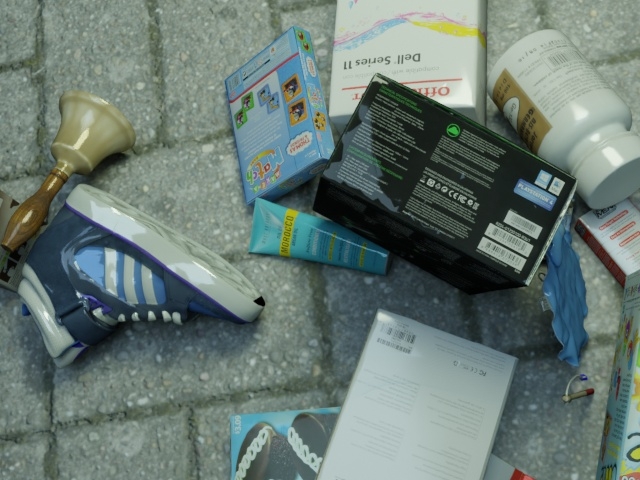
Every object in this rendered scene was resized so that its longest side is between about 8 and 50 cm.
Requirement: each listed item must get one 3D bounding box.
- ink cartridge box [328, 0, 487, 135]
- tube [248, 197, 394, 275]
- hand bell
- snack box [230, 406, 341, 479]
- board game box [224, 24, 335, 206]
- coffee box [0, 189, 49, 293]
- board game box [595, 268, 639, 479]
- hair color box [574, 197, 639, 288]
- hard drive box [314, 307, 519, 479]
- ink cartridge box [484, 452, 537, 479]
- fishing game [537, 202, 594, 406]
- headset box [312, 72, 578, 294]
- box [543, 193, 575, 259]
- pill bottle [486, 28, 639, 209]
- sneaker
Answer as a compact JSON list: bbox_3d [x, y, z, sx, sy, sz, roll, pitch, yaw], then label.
[{"bbox_3d":[0.128,-0.249,1.153,0.207,0.119,0.354,-2,71,17],"label":"ink cartridge box"},{"bbox_3d":[0.000,0.000,1.138,0.207,0.052,0.080,13,99,15],"label":"tube"},{"bbox_3d":[-0.376,-0.085,1.154,0.126,0.126,0.242,17,59,14],"label":"hand bell"},{"bbox_3d":[-0.014,0.374,1.008,0.187,0.060,0.322,-6,71,8],"label":"snack box"},{"bbox_3d":[-0.062,-0.175,1.170,0.160,0.039,0.212,-28,64,38],"label":"board game box"},{"bbox_3d":[-0.521,-0.040,1.105,0.168,0.297,0.119,17,75,14],"label":"coffee box"},{"bbox_3d":[0.416,0.180,0.937,0.142,0.144,0.275,10,84,12],"label":"board game box"},{"bbox_3d":[0.409,0.012,1.071,0.072,0.043,0.141,-33,71,-3],"label":"hair color box"},{"bbox_3d":[0.111,0.224,0.969,0.181,0.089,0.232,20,72,7],"label":"hard drive box"},{"bbox_3d":[0.192,0.333,0.998,0.179,0.045,0.145,25,78,19],"label":"ink cartridge box"},{"bbox_3d":[0.294,0.065,1.001,0.041,0.189,0.264,-8,82,29],"label":"fishing game"},{"bbox_3d":[0.128,-0.049,0.975,0.246,0.283,0.131,28,83,1],"label":"headset box"},{"bbox_3d":[0.271,-0.029,1.115,0.137,0.027,0.094,12,73,13],"label":"box"},{"bbox_3d":[0.332,-0.158,1.078,0.131,0.131,0.229,-28,60,-1],"label":"pill bottle"},{"bbox_3d":[-0.263,0.094,1.127,0.322,0.130,0.236,31,96,6],"label":"sneaker"}]
